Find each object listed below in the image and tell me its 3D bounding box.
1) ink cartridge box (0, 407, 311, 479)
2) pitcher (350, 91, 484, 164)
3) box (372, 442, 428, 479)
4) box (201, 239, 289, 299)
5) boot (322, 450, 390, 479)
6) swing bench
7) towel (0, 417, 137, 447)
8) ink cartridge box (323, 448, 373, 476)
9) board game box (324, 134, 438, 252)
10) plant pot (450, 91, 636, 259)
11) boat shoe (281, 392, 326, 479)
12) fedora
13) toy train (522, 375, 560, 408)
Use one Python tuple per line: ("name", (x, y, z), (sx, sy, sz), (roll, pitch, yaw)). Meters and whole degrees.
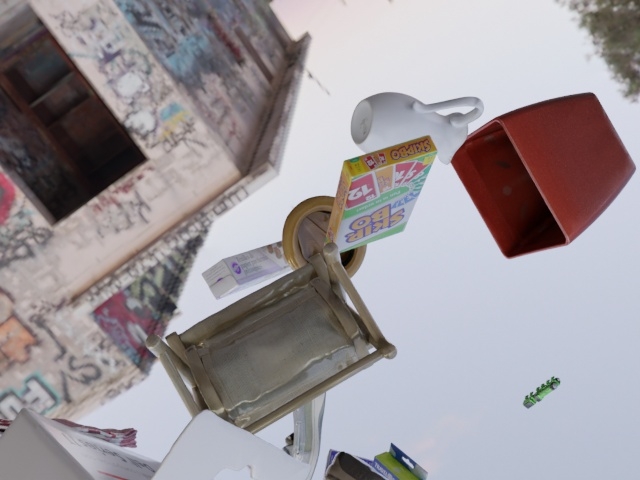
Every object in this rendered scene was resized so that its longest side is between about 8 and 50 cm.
("ink cartridge box", (-0.180, 0.255, 0.574), (0.119, 0.207, 0.353), (32, -101, 32))
("pitcher", (0.175, -0.214, 1.484), (0.178, 0.207, 0.125), (-49, -137, 50))
("box", (0.136, 0.483, 1.535), (0.042, 0.178, 0.109), (-8, -153, -38))
("box", (-0.126, 0.052, 1.707), (0.067, 0.063, 0.324), (-34, 173, 24))
("boot", (-0.014, 0.418, 0.941), (0.284, 0.138, 0.377), (-51, 164, -24))
("swing bench", (-0.064, 0.136, 1.065), (0.253, 0.165, 0.255), (-29, 177, -6))
("towel", (-0.512, 0.333, 1.465), (0.237, 0.329, 0.037), (2, -104, 23))
("ink cartridge box", (0.102, 0.608, 1.944), (0.208, 0.045, 0.206), (14, -144, 2))
("board game box", (0.078, -0.053, 1.162), (0.124, 0.039, 0.259), (-18, 160, -14))
("plant pot", (0.450, -0.147, 1.631), (0.235, 0.267, 0.267), (-30, 180, -16))
("boat shoe", (-0.049, 0.437, 1.948), (0.103, 0.320, 0.118), (7, -172, -3))
("fedora", (0.000, 0.000, 1.678), (0.194, 0.194, 0.079), (-41, -161, -15))
("toy train", (0.349, 0.241, 1.300), (0.024, 0.017, 0.083), (-51, 179, -45))
